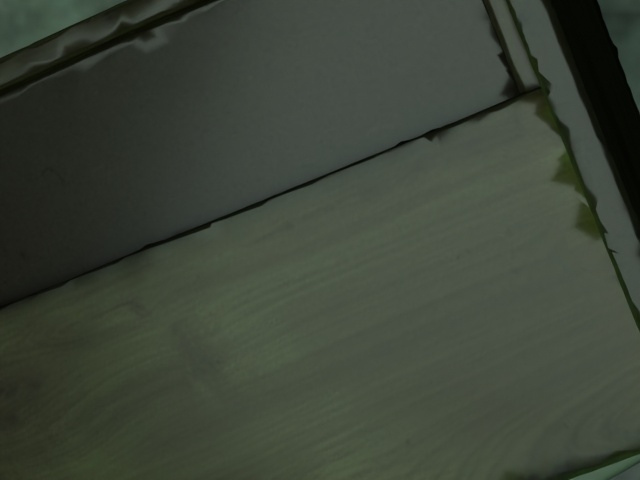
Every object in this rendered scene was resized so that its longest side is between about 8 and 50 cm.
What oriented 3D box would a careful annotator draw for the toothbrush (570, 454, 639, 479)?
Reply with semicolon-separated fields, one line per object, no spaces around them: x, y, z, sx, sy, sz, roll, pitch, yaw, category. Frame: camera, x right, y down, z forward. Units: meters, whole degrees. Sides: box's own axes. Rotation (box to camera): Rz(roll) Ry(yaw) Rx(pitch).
0.028;0.090;0.523;0.418;0.042;0.040;-34;97;16;toothbrush

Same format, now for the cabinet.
0.000;0.000;0.435;0.175;0.215;0.148;-22;90;13;cabinet
